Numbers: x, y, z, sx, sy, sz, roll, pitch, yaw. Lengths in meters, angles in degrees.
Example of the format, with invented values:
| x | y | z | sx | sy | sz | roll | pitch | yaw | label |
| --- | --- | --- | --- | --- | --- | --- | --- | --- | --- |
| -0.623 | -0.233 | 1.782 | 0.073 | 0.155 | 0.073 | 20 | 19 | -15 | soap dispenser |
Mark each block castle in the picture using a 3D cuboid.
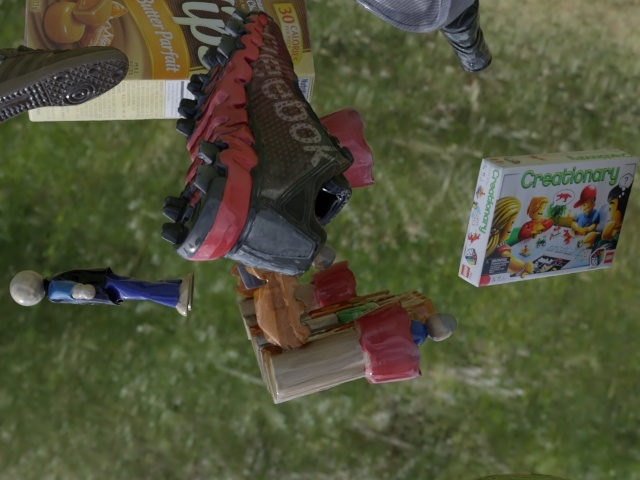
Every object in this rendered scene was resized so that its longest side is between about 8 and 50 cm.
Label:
| x | y | z | sx | sy | sz | roll | pitch | yaw | label |
| --- | --- | --- | --- | --- | --- | --- | --- | --- | --- |
| 0.000 | 0.000 | 1.588 | 0.213 | 0.303 | 0.453 | -15 | -172 | -6 | block castle |

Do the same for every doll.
| x | y | z | sx | sy | sz | roll | pitch | yaw | label |
| --- | --- | --- | --- | --- | --- | --- | --- | --- | --- |
| -0.230 | 0.050 | 1.423 | 0.189 | 0.046 | 0.129 | 3 | -174 | 1 | doll |

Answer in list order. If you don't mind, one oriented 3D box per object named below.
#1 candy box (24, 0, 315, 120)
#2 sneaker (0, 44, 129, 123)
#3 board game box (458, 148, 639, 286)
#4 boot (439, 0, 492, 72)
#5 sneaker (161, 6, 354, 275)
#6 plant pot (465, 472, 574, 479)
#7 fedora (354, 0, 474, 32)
| x | y | z | sx | sy | sz | roll | pitch | yaw | label |
| --- | --- | --- | --- | --- | --- | --- | --- | --- | --- |
| -0.173 | -0.234 | 1.549 | 0.317 | 0.182 | 0.087 | -2 | 151 | -8 | candy box |
| -0.283 | -0.165 | 1.324 | 0.188 | 0.071 | 0.066 | -19 | 154 | -17 | sneaker |
| 0.357 | -0.040 | 2.122 | 0.305 | 0.193 | 0.053 | -7 | -154 | -37 | board game box |
| 0.147 | -0.336 | 1.691 | 0.083 | 0.246 | 0.161 | -16 | 165 | 9 | boot |
| -0.042 | -0.075 | 1.069 | 0.135 | 0.276 | 0.097 | 22 | 130 | -18 | sneaker |
| 0.196 | 0.481 | 1.329 | 0.366 | 0.366 | 0.353 | 1 | 126 | 42 | plant pot |
| 0.099 | -0.301 | 1.398 | 0.244 | 0.124 | 0.275 | 36 | 162 | -22 | fedora |
